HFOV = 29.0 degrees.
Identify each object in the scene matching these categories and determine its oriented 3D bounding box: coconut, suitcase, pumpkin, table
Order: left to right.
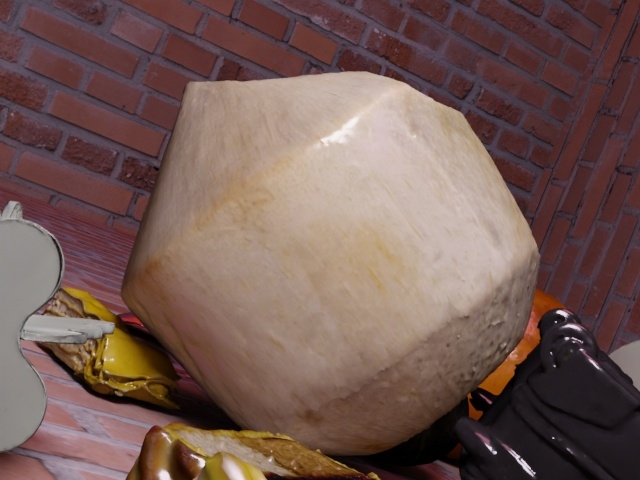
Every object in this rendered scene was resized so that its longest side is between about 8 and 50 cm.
[{"bbox_3d":[-0.223,0.051,0.796,0.166,0.166,0.198,22,-3,-2],"label":"table"},{"bbox_3d":[0.000,0.000,1.228,0.415,0.415,0.344,22,17,9],"label":"coconut"},{"bbox_3d":[0.094,0.196,1.446,0.167,0.125,0.167,-3,2,0],"label":"pumpkin"},{"bbox_3d":[0.296,0.232,1.173,0.339,0.188,0.345,40,4,8],"label":"suitcase"}]

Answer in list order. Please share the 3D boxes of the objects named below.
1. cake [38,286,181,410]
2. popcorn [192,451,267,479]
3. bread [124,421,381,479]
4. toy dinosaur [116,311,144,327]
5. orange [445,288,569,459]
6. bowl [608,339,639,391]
[{"bbox_3d":[-0.202,0.106,1.230,0.116,0.080,0.185,20,-2,-30],"label":"cake"},{"bbox_3d":[-0.041,0.157,0.528,0.145,0.126,0.126,2,-29,9],"label":"popcorn"},{"bbox_3d":[-0.011,0.180,0.732,0.181,0.096,0.222,23,-1,22],"label":"bread"},{"bbox_3d":[-0.219,0.111,1.675,0.139,0.070,0.286,0,2,-7],"label":"toy dinosaur"},{"bbox_3d":[0.215,0.169,1.666,0.283,0.226,0.284,-10,15,3],"label":"orange"},{"bbox_3d":[0.457,0.299,1.544,0.337,0.337,0.157,23,42,23],"label":"bowl"}]
